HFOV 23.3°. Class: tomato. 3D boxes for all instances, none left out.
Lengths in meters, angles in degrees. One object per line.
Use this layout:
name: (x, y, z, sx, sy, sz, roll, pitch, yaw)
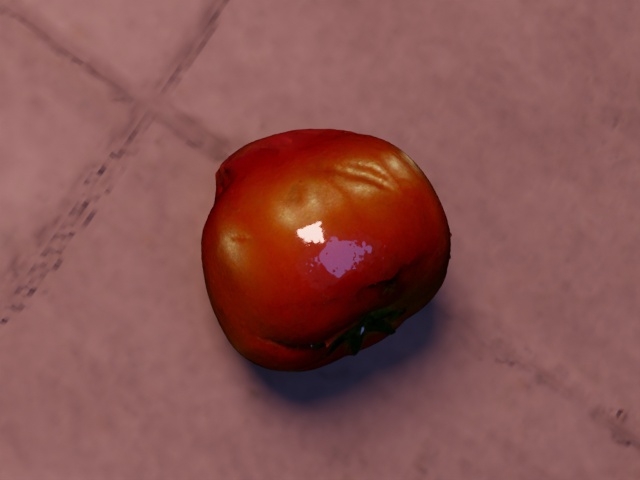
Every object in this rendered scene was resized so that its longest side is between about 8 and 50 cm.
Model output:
tomato: (0.000, 0.000, 0.519, 0.087, 0.087, 0.075, -23, 69, -17)
